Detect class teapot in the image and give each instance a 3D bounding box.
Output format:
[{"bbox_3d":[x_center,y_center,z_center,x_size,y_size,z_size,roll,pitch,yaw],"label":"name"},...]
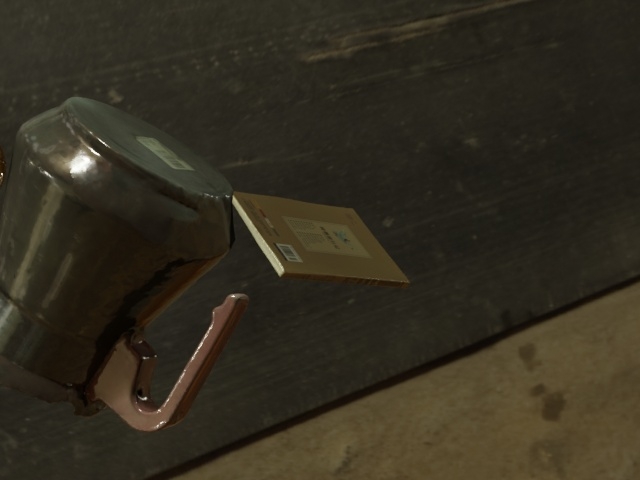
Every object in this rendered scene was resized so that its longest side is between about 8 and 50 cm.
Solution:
[{"bbox_3d":[-0.276,0.048,1.249,0.376,0.305,0.362,36,104,18],"label":"teapot"}]

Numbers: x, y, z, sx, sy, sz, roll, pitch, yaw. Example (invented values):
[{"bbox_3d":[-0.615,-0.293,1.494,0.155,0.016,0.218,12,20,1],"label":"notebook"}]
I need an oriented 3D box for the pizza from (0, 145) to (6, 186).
[{"bbox_3d":[-0.633,-0.144,1.686,0.176,0.036,0.185,24,35,-12],"label":"pizza"}]

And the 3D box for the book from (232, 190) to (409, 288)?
[{"bbox_3d":[0.000,0.000,1.729,0.310,0.021,0.217,8,35,-43],"label":"book"}]
